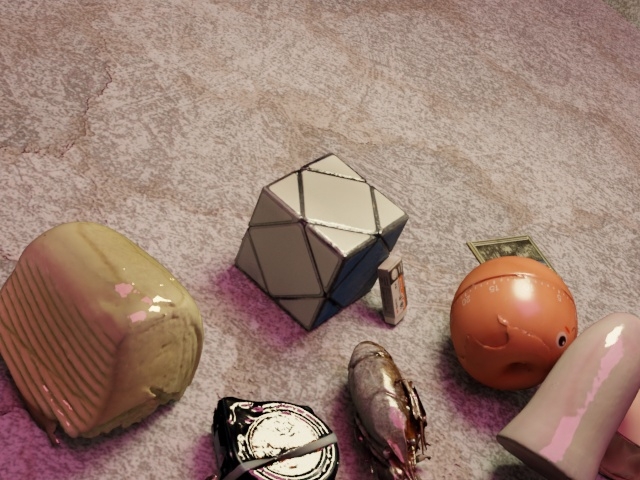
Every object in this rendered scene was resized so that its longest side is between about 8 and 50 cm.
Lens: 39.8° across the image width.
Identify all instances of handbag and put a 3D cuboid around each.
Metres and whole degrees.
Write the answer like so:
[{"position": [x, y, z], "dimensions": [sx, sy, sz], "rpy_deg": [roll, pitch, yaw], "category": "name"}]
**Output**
[{"position": [0.538, 0.328, 1.587], "dimensions": [0.179, 0.116, 0.205], "rpy_deg": [-18, 56, -38], "category": "handbag"}]

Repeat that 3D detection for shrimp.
[{"position": [0.112, 0.303, 1.406], "dimensions": [0.116, 0.145, 0.343], "rpy_deg": [-12, 43, -2], "category": "shrimp"}]

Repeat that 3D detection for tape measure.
[{"position": [-0.066, 0.324, 1.313], "dimensions": [0.181, 0.107, 0.181], "rpy_deg": [9, 41, -17], "category": "tape measure"}]

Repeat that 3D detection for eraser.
[{"position": [0.135, 0.092, 1.641], "dimensions": [0.029, 0.122, 0.052], "rpy_deg": [11, 34, 34], "category": "eraser"}]

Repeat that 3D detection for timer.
[{"position": [0.347, 0.150, 1.594], "dimensions": [0.229, 0.230, 0.215], "rpy_deg": [17, 51, -8], "category": "timer"}]

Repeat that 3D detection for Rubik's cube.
[{"position": [0.000, 0.000, 1.608], "dimensions": [0.207, 0.205, 0.205], "rpy_deg": [41, 43, 16], "category": "Rubik's cube"}]

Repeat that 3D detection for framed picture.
[{"position": [0.421, 0.044, 1.907], "dimensions": [0.183, 0.011, 0.142], "rpy_deg": [-6, 50, -30], "category": "framed picture"}]

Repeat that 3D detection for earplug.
[{"position": [0.444, 0.250, 1.463], "dimensions": [0.172, 0.172, 0.301], "rpy_deg": [34, 77, 11], "category": "earplug"}]

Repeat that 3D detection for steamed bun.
[{"position": [-0.309, 0.117, 1.338], "dimensions": [0.290, 0.274, 0.272], "rpy_deg": [43, 29, 15], "category": "steamed bun"}]

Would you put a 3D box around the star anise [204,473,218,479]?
[{"position": [-0.204, 0.448, 1.118], "dimensions": [0.349, 0.109, 0.292], "rpy_deg": [-5, 44, -28], "category": "star anise"}]
